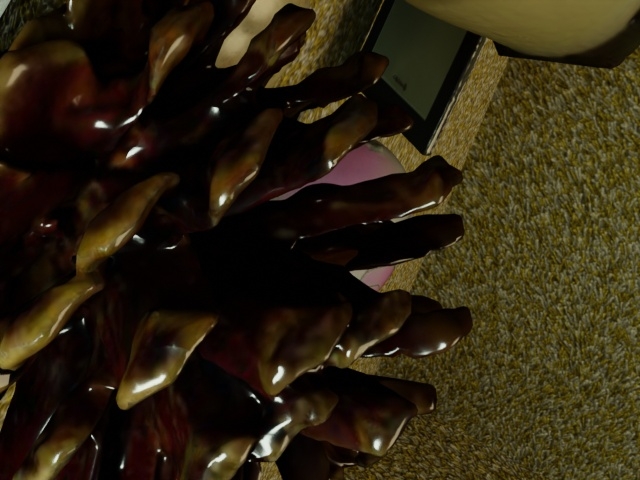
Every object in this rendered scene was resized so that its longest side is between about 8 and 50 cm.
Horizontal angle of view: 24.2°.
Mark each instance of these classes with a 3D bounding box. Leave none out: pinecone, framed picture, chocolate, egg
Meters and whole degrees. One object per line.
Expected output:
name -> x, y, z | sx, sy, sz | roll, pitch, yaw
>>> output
pinecone -> -0.088, 0.016, 0.907 | 0.397, 0.398, 0.398 | -59, 169, -18
framed picture -> 0.148, -0.299, 1.770 | 0.347, 0.016, 0.265 | -66, -152, 16
chocolate -> 0.176, -0.351, 1.452 | 0.326, 0.297, 0.314 | 23, -79, 58
egg -> 0.000, 0.000, 1.750 | 0.196, 0.196, 0.271 | -30, 140, -71

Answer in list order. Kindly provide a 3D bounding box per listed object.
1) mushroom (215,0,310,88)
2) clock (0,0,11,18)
mushroom -> -0.086, -0.171, 1.102 | 0.166, 0.127, 0.166 | -33, 143, -29
clock -> -0.207, -0.153, 0.669 | 0.230, 0.083, 0.230 | -59, 172, -14
